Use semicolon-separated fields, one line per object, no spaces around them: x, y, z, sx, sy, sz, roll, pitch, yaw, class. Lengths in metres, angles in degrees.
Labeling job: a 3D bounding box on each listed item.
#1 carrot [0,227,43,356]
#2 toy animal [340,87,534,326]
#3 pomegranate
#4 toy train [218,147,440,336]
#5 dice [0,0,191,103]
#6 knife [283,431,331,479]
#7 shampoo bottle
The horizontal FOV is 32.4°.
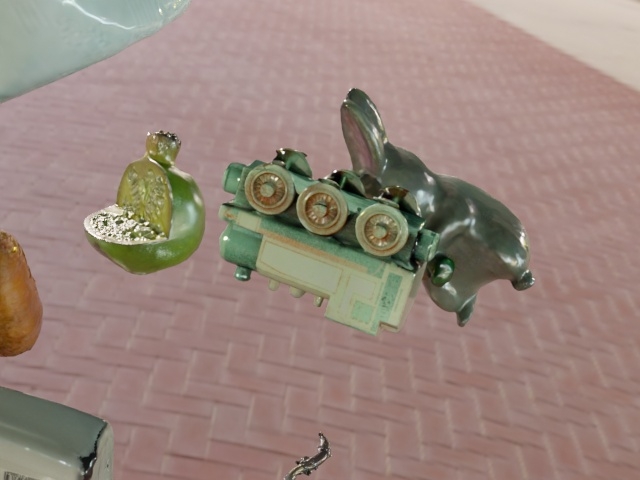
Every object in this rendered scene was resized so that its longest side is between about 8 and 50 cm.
-0.269;0.035;0.929;0.072;0.205;0.072;6;64;-12;carrot
0.086;-0.036;1.049;0.251;0.125;0.127;43;-1;-19;toy animal
-0.192;-0.036;1.308;0.122;0.169;0.143;37;-21;-33;pomegranate
0.000;0.000;0.941;0.194;0.125;0.081;19;15;12;toy train
-0.288;-0.273;0.978;0.264;0.268;0.262;-14;19;32;dice
-0.022;0.409;2.010;0.045;0.021;0.222;41;23;6;knife
-0.308;0.168;0.894;0.284;0.153;0.071;17;39;6;shampoo bottle
